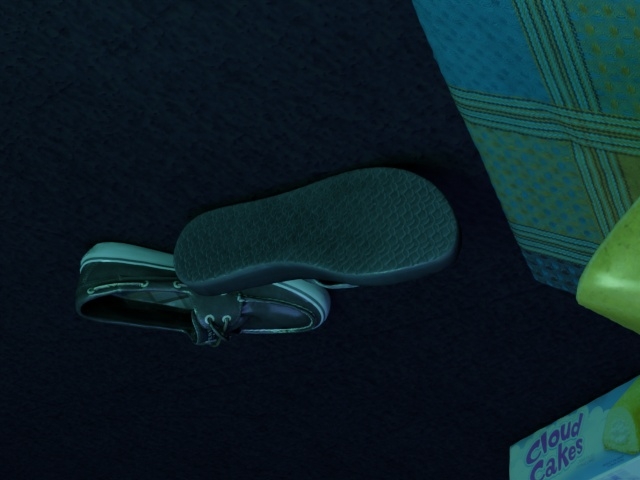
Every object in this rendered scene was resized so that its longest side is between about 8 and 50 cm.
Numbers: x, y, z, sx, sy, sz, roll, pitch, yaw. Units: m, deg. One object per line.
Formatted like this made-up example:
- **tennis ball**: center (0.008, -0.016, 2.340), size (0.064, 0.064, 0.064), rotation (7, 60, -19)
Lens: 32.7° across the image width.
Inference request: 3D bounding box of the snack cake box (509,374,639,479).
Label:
- **snack cake box**: center (0.324, 0.217, 1.057), size (0.152, 0.089, 0.264), rotation (26, 137, -21)

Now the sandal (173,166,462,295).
- **sandal**: center (0.000, -0.001, 0.880), size (0.255, 0.097, 0.054), rotation (-4, 151, 31)

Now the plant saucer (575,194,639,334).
- **plant saucer**: center (0.346, -0.031, 0.590), size (0.333, 0.081, 0.332), rotation (24, 108, -41)

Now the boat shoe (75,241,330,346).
- **boat shoe**: center (-0.107, 0.059, 0.973), size (0.229, 0.076, 0.080), rotation (13, 140, -2)

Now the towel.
- **towel**: center (0.207, -0.058, 0.717), size (0.271, 0.040, 0.370), rotation (20, 154, 41)
